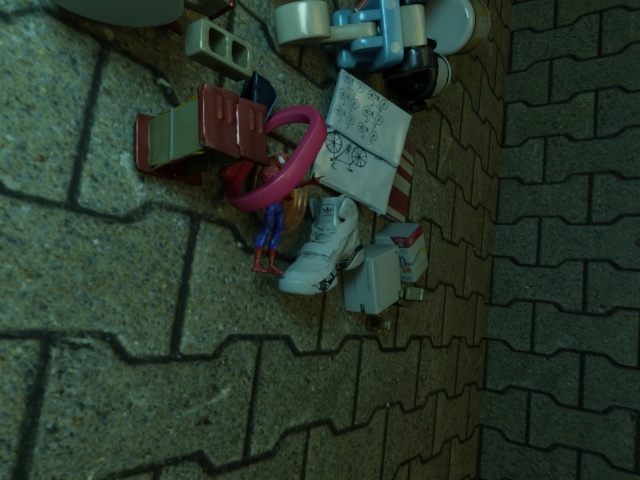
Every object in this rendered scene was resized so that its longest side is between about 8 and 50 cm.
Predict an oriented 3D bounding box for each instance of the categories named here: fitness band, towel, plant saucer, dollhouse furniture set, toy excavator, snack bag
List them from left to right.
[{"bbox_3d":[-0.218,-0.308,0.830,0.152,0.201,0.374,6,80,-54],"label":"dollhouse furniture set"},{"bbox_3d":[-0.101,-0.182,0.975,0.054,0.209,0.290,55,50,-41],"label":"fitness band"},{"bbox_3d":[-0.105,-0.117,1.120,0.200,0.037,0.200,-3,94,-53],"label":"plant saucer"},{"bbox_3d":[0.090,-0.555,1.233,0.433,0.445,0.222,-126,-154,-75],"label":"toy excavator"},{"bbox_3d":[0.129,-0.279,1.345,0.323,0.037,0.342,22,81,-37],"label":"snack bag"},{"bbox_3d":[0.275,-0.235,1.645,0.237,0.037,0.329,21,76,-55],"label":"towel"},{"bbox_3d":[0.267,0.244,1.528,0.101,0.182,0.160,33,65,-50],"label":"dollhouse furniture set"}]

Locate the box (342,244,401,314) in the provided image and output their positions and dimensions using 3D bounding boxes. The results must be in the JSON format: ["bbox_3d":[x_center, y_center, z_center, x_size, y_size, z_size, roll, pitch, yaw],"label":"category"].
[{"bbox_3d":[0.164,0.118,1.434,0.182,0.119,0.181,-19,106,-53],"label":"box"}]

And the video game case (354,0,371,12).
[{"bbox_3d":[0.259,-0.796,1.429,0.204,0.285,0.025,7,44,-54],"label":"video game case"}]

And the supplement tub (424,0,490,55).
[{"bbox_3d":[0.548,-0.869,1.828,0.316,0.228,0.228,-31,116,-50],"label":"supplement tub"}]

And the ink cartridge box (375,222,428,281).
[{"bbox_3d":[0.289,0.041,1.595,0.127,0.128,0.176,-39,122,-46],"label":"ink cartridge box"}]

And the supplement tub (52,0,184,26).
[{"bbox_3d":[-0.302,-0.517,0.659,0.235,0.235,0.324,-2,93,-54],"label":"supplement tub"}]

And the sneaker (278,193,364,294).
[{"bbox_3d":[0.000,0.000,1.188,0.366,0.137,0.210,-28,115,-56],"label":"sneaker"}]

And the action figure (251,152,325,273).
[{"bbox_3d":[-0.076,-0.064,1.022,0.091,0.139,0.280,11,80,-55],"label":"action figure"}]

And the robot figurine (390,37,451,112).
[{"bbox_3d":[0.366,-0.594,1.631,0.173,0.209,0.278,54,39,8],"label":"robot figurine"}]

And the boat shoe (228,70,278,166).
[{"bbox_3d":[-0.176,-0.268,0.982,0.089,0.109,0.258,47,38,-36],"label":"boat shoe"}]
